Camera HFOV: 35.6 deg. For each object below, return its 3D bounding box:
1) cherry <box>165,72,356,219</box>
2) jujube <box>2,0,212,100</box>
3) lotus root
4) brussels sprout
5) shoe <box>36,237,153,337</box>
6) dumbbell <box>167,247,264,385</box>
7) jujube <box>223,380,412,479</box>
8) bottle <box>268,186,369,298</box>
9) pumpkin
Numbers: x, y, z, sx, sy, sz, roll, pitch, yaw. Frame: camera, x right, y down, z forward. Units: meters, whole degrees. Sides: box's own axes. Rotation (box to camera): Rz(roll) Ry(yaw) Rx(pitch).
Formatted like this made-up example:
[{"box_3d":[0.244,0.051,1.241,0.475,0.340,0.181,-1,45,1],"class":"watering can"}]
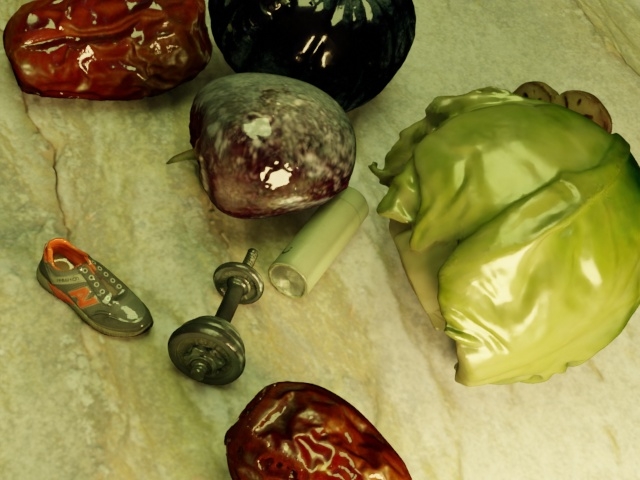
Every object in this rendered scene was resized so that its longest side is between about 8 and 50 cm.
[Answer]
[{"box_3d":[-0.089,-0.145,1.537,0.296,0.218,0.255,-2,26,-14],"class":"cherry"},{"box_3d":[-0.355,-0.341,1.661,0.342,0.216,0.216,-13,54,-6],"class":"jujube"},{"box_3d":[0.408,-0.194,1.719,0.188,0.199,0.180,52,33,3],"class":"lotus root"},{"box_3d":[0.291,-0.023,1.424,0.361,0.342,0.425,-23,67,9],"class":"brussels sprout"},{"box_3d":[-0.320,0.066,1.406,0.194,0.077,0.074,32,51,13],"class":"shoe"},{"box_3d":[-0.133,0.098,1.414,0.110,0.110,0.254,19,44,2],"class":"dumbbell"},{"box_3d":[-0.005,0.288,1.249,0.243,0.183,0.183,40,53,7],"class":"jujube"},{"box_3d":[0.000,0.000,1.541,0.072,0.072,0.201,29,51,11],"class":"bottle"},{"box_3d":[-0.016,-0.385,1.708,0.363,0.266,0.363,18,50,-23],"class":"pumpkin"}]
